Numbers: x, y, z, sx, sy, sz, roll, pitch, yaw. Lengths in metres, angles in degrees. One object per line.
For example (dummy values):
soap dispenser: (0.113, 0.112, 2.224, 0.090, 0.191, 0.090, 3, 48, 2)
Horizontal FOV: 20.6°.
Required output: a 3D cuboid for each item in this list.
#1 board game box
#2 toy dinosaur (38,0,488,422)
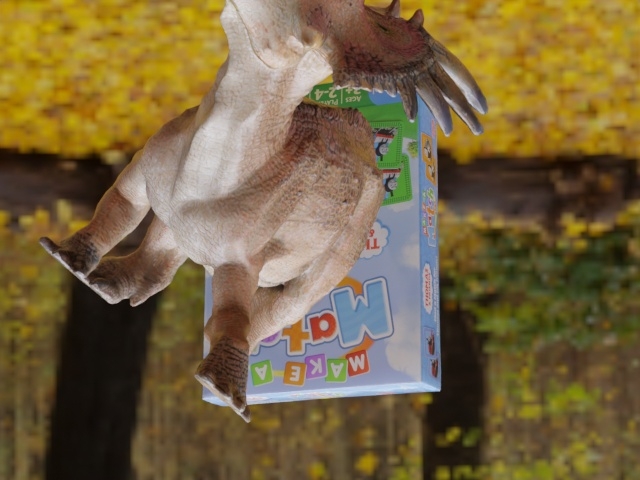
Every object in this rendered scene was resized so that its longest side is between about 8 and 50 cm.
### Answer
board game box: (0.000, 0.000, 1.179, 0.160, 0.211, 0.039, -7, 165, 23)
toy dinosaur: (-0.014, -0.031, 0.807, 0.127, 0.200, 0.296, 40, 173, 8)
